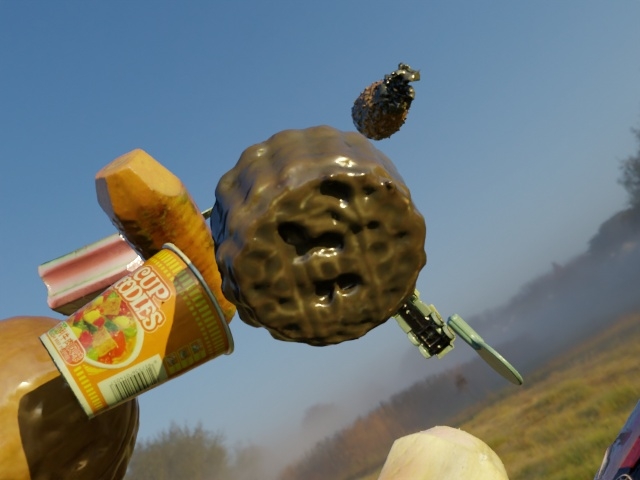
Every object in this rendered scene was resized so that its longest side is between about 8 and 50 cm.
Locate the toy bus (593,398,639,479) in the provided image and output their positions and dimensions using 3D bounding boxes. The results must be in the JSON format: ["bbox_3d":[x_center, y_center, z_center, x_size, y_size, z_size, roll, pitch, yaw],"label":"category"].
[{"bbox_3d":[0.559,0.343,1.137,0.302,0.128,0.147,-56,3,-4],"label":"toy bus"}]

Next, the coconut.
[{"bbox_3d":[0.178,0.404,1.044,0.237,0.236,0.197,-15,-11,-44],"label":"coconut"}]

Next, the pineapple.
[{"bbox_3d":[0.128,-0.258,1.282,0.108,0.108,0.197,-25,-8,-23],"label":"pineapple"}]

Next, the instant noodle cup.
[{"bbox_3d":[-0.225,0.118,0.854,0.185,0.168,0.168,-30,-17,-23],"label":"instant noodle cup"}]

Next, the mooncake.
[{"bbox_3d":[0.000,0.000,0.738,0.228,0.124,0.228,-8,-61,-15],"label":"mooncake"}]

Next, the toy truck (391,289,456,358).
[{"bbox_3d":[0.186,0.145,1.347,0.077,0.169,0.100,-43,-4,13],"label":"toy truck"}]

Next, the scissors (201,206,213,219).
[{"bbox_3d":[-0.213,-0.058,1.389,0.248,0.017,0.144,-31,-14,-8],"label":"scissors"}]

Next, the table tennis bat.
[{"bbox_3d":[0.415,0.279,1.787,0.040,0.244,0.153,-46,-4,-7],"label":"table tennis bat"}]

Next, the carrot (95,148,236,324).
[{"bbox_3d":[-0.203,0.010,1.007,0.114,0.114,0.301,-32,-61,-2],"label":"carrot"}]

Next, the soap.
[{"bbox_3d":[-0.410,0.054,1.522,0.324,0.109,0.193,-24,-13,-3],"label":"soap"}]

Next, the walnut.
[{"bbox_3d":[-0.462,0.287,1.044,0.398,0.308,0.354,-30,-24,-20],"label":"walnut"}]
